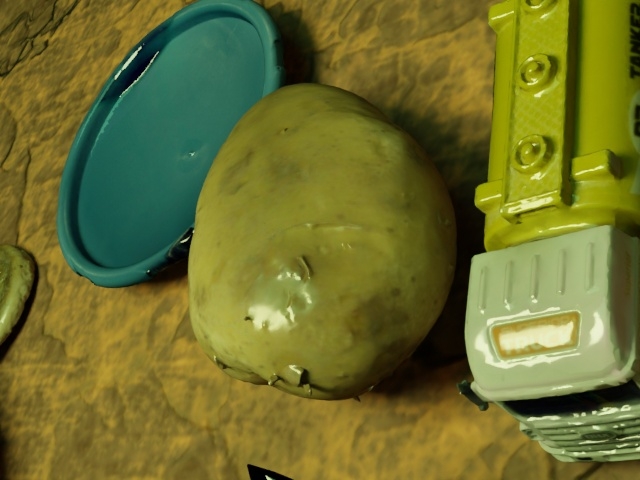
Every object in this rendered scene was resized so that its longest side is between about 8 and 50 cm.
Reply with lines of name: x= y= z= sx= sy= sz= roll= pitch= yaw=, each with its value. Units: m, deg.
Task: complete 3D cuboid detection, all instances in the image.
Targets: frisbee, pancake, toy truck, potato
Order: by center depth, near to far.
toy truck: x=0.123 y=-0.021 z=0.521 sx=0.098 sy=0.114 sz=0.227 roll=-15 pitch=55 yaw=39
potato: x=-0.004 y=0.002 z=0.642 sx=0.161 sy=0.128 sz=0.235 roll=-38 pitch=36 yaw=-1
frisbee: x=-0.108 y=-0.071 z=0.849 sx=0.242 sy=0.045 sz=0.242 roll=-25 pitch=49 yaw=32
pancake: x=-0.294 y=0.064 z=0.970 sx=0.139 sy=0.022 sz=0.139 roll=-26 pitch=47 yaw=33

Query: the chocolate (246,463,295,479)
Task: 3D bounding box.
chocolate: x=0.021 y=0.163 z=0.502 sx=0.125 sy=0.148 sz=0.080 roll=121 pitch=171 yaw=-79
